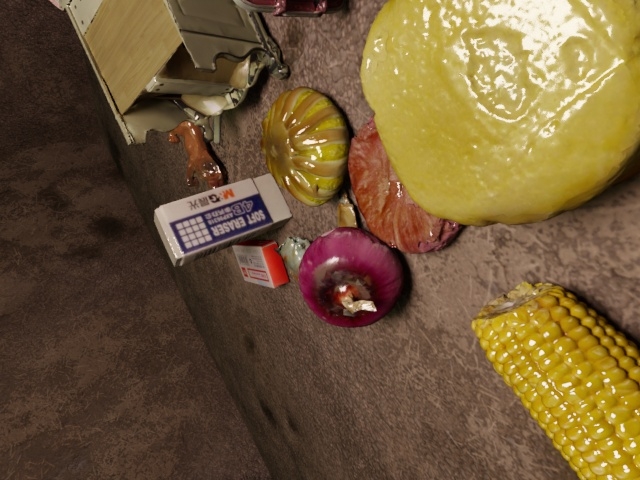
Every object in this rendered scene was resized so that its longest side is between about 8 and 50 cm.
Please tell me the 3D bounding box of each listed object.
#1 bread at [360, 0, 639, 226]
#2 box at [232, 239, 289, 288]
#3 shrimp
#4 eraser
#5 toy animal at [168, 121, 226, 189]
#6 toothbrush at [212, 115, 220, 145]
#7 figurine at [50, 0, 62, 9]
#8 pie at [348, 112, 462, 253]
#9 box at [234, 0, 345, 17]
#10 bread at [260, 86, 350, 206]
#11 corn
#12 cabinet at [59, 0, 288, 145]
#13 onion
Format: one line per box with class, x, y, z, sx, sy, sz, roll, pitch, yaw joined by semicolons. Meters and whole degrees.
bread;0.169;-0.138;0.385;0.270;0.148;0.269;31;136;35
box;-0.173;0.062;1.189;0.229;0.050;0.122;0;111;59
shrimp;0.010;0.032;0.846;0.185;0.068;0.287;59;148;11
eraser;-0.216;-0.050;0.948;0.124;0.279;0.081;63;152;8
toy animal;-0.363;-0.280;1.250;0.158;0.097;0.311;-18;91;49
toothbrush;-0.266;-0.362;1.081;0.294;0.026;0.028;107;151;-48
figurine;-0.473;-0.527;1.033;0.211;0.252;0.361;-4;152;29
pie;0.116;-0.083;0.604;0.204;0.054;0.218;-14;97;60
box;-0.044;-0.444;0.495;0.168;0.194;0.293;-23;90;56
bread;-0.035;-0.166;0.739;0.213;0.105;0.213;22;117;53
corn;0.307;0.198;0.392;0.387;0.144;0.143;52;147;24
cabinet;-0.274;-0.387;0.798;0.290;0.228;0.317;-25;90;39
onion;0.048;0.064;0.701;0.178;0.153;0.177;23;134;26
